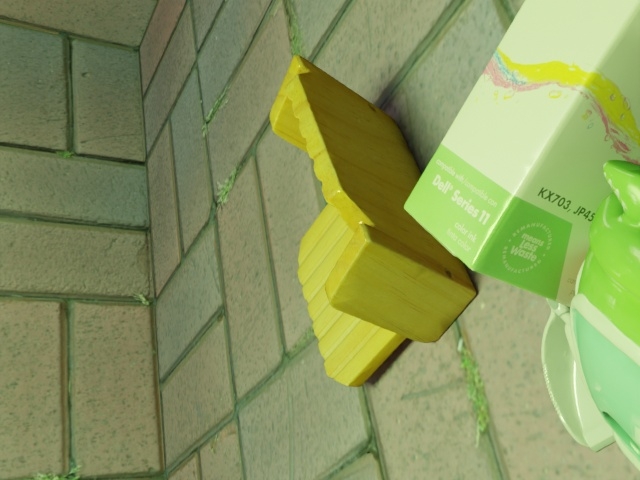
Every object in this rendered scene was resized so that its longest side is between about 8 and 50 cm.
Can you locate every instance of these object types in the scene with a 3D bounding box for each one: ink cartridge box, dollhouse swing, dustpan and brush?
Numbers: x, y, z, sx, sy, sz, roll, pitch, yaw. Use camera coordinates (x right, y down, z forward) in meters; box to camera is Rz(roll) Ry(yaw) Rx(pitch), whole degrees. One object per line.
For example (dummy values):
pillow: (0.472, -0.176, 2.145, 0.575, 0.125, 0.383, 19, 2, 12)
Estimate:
ink cartridge box: (0.256, -0.123, 0.660, 0.354, 0.207, 0.119, -61, 35, 15)
dollhouse swing: (0.000, 0.000, 1.106, 0.305, 0.315, 0.347, -40, 48, 26)
dustpan and brush: (0.266, 0.093, 0.801, 0.147, 0.060, 0.211, -53, 41, 44)

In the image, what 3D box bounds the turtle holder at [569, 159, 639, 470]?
turtle holder: (0.328, 0.084, 0.538, 0.320, 0.243, 0.228, 27, 123, 37)
